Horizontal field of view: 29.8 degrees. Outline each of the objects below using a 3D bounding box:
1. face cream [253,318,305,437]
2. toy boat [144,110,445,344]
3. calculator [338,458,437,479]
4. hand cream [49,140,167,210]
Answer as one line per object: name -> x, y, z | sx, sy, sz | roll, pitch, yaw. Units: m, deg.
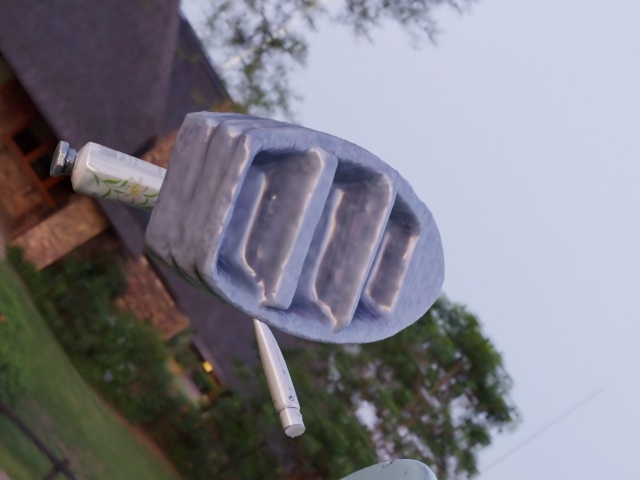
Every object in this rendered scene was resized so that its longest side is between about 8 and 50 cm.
face cream -> -0.037, 0.110, 1.015 | 0.038, 0.020, 0.115 | 61, 9, -60
toy boat -> 0.000, 0.000, 0.784 | 0.078, 0.127, 0.283 | 15, -3, 32
calculator -> -0.026, 0.250, 0.845 | 0.184, 0.295, 0.042 | -22, -77, 51
hand cream -> -0.126, -0.038, 0.994 | 0.194, 0.042, 0.067 | 18, -6, -19
